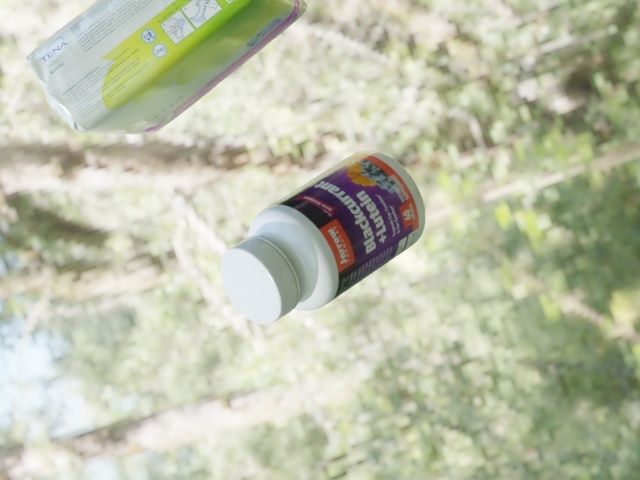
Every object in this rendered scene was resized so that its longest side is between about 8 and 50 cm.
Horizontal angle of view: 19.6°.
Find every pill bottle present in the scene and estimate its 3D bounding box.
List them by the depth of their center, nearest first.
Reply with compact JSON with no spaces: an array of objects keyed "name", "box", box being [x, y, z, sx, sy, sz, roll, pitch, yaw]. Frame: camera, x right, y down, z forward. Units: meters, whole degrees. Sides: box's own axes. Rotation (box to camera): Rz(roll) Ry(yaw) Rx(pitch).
[{"name":"pill bottle","box":[0.000,0.000,1.755,0.108,0.193,0.108,29,136,32]}]

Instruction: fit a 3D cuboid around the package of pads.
[{"name":"package of pads","box":[-0.148,-0.202,1.822,0.101,0.229,0.296,54,-171,3]}]
